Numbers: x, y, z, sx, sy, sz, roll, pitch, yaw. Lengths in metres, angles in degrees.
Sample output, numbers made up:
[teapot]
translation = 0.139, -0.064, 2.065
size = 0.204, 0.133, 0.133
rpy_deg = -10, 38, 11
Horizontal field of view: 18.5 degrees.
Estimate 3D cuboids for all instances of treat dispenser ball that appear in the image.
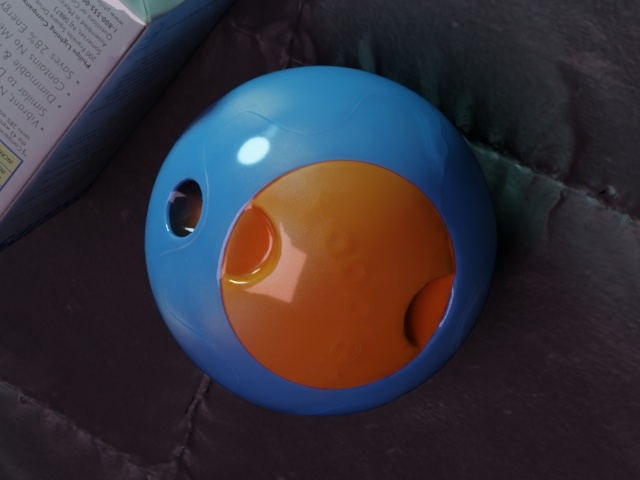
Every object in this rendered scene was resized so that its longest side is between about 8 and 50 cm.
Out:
[treat dispenser ball]
translation = 0.000, 0.000, 1.614
size = 0.288, 0.288, 0.288
rpy_deg = 12, 116, 25

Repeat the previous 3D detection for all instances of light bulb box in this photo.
[light bulb box]
translation = -0.303, -0.226, 1.727
size = 0.358, 0.225, 0.361
rpy_deg = 46, 126, 4
